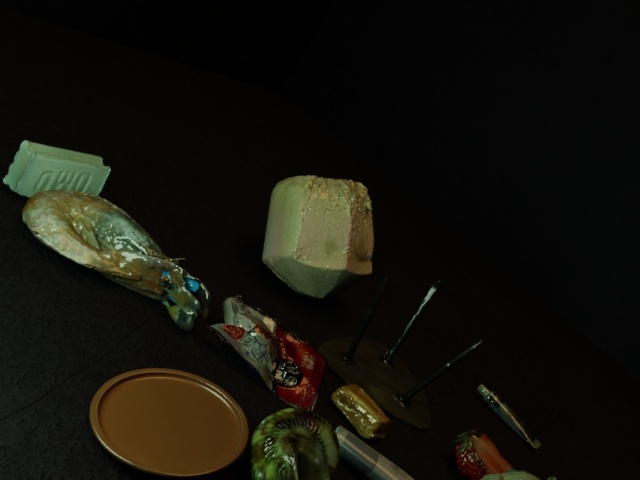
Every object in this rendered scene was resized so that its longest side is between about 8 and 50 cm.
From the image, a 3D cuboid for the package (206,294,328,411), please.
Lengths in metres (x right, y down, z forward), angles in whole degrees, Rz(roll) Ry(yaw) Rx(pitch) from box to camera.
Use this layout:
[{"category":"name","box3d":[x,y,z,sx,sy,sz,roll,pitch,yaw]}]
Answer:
[{"category":"package","box3d":[-0.108,0.227,1.532,0.269,0.071,0.194,40,37,-10]}]

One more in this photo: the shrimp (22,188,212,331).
[{"category":"shrimp","box3d":[-0.409,0.025,1.503,0.446,0.109,0.221,32,24,10]}]

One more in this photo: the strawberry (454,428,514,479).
[{"category":"strawberry","box3d":[0.363,0.494,1.606,0.187,0.082,0.147,46,27,17]}]

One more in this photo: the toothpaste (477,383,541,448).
[{"category":"toothpaste","box3d":[0.498,0.466,1.971,0.216,0.037,0.062,47,21,23]}]

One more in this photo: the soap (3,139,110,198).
[{"category":"soap","box3d":[-0.572,-0.142,1.624,0.198,0.114,0.063,7,31,-51]}]

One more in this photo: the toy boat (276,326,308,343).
[{"category":"toy boat","box3d":[-0.083,0.216,1.667,0.122,0.034,0.096,23,22,-53]}]

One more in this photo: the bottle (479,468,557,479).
[{"category":"bottle","box3d":[0.309,0.523,1.194,0.229,0.229,0.351,28,27,-14]}]

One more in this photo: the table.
[{"category":"table","box3d":[0.202,0.223,1.754,0.317,0.249,0.317,29,19,-11]}]

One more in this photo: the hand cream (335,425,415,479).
[{"category":"hand cream","box3d":[0.126,0.442,1.394,0.255,0.048,0.079,35,17,3]}]

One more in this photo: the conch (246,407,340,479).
[{"category":"conch","box3d":[-0.041,0.366,1.210,0.181,0.124,0.187,25,42,-51]}]

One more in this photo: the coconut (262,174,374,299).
[{"category":"coconut","box3d":[0.000,0.000,1.943,0.298,0.309,0.297,2,-8,0]}]

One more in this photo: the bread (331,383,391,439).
[{"category":"bread","box3d":[0.084,0.355,1.543,0.132,0.053,0.074,43,16,27]}]

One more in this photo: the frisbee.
[{"category":"frisbee","box3d":[-0.235,0.283,1.167,0.251,0.021,0.250,17,24,-8]}]

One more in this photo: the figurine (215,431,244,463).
[{"category":"figurine","box3d":[-0.174,0.332,1.195,0.109,0.047,0.064,19,51,-21]}]
